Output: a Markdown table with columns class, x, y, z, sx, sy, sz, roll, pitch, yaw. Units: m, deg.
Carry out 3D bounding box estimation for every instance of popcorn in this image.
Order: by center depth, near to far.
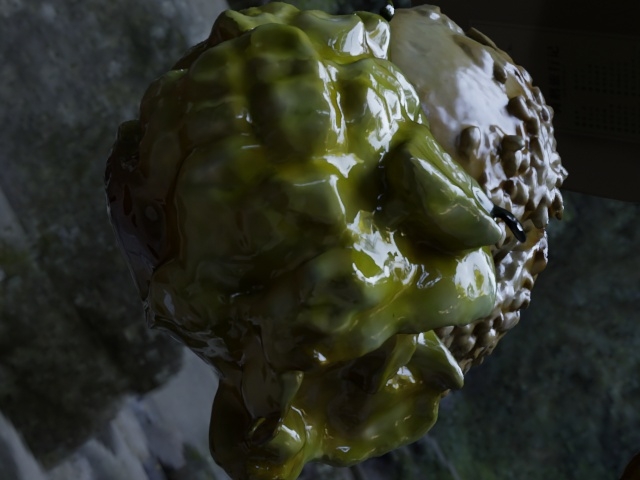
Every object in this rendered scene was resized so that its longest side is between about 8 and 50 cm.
| class | x | y | z | sx | sy | sz | roll | pitch | yaw |
| --- | --- | --- | --- | --- | --- | --- | --- | --- | --- |
| popcorn | -0.002 | -0.001 | 0.603 | 0.189 | 0.170 | 0.218 | 63 | 0 | 38 |

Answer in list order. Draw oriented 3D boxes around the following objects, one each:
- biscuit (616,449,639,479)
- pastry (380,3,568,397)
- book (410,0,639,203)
| class | x | y | z | sx | sy | sz | roll | pitch | yaw |
| --- | --- | --- | --- | --- | --- | --- | --- | --- | --- |
| biscuit | 0.267 | 0.221 | 1.048 | 0.040 | 0.318 | 0.318 | 33 | -14 | 24 |
| pastry | 0.070 | 0.000 | 0.942 | 0.284 | 0.184 | 0.315 | -38 | 147 | -56 |
| book | 0.218 | -0.137 | 1.102 | 0.310 | 0.021 | 0.216 | 12 | -55 | 31 |
